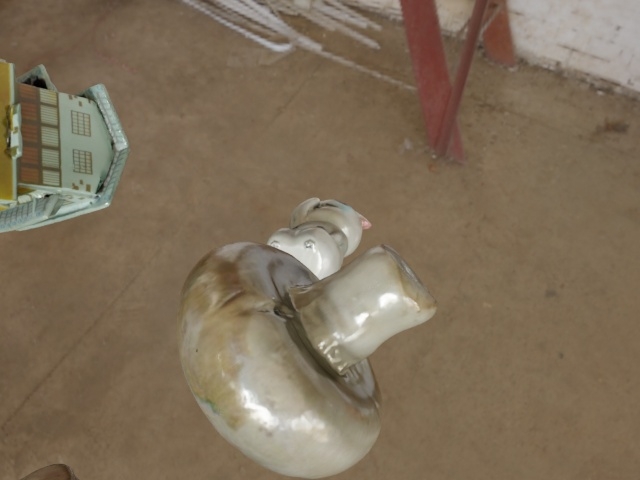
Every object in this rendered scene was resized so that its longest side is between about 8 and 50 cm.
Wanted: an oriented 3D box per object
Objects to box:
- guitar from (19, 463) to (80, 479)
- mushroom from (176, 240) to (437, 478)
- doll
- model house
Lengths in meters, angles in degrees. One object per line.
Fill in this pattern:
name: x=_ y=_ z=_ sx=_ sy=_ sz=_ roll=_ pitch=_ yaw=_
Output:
guitar: x=-0.248 y=0.194 z=0.440 sx=0.271 sy=0.038 sz=0.083 roll=-18 pitch=31 yaw=16
mushroom: x=-0.007 y=0.087 z=0.729 sx=0.244 sy=0.243 sz=0.243 roll=5 pitch=44 yaw=-5
doll: x=-0.003 y=0.001 z=1.142 sx=0.110 sy=0.106 sz=0.180 roll=-2 pitch=30 yaw=27
model house: x=-0.400 y=-0.110 z=0.991 sx=0.215 sy=0.224 sz=0.198 roll=8 pitch=75 yaw=-49
